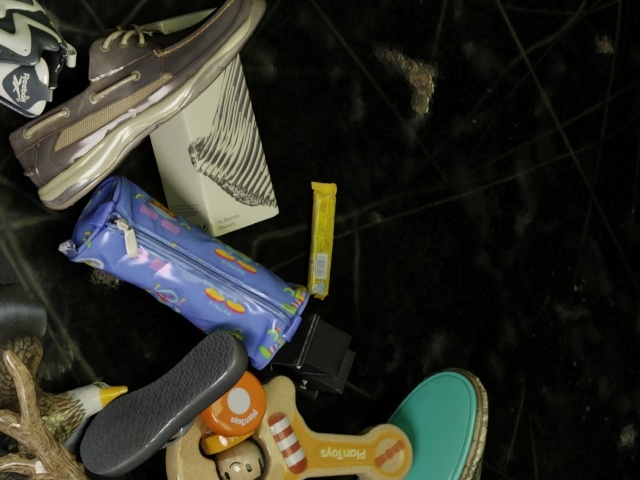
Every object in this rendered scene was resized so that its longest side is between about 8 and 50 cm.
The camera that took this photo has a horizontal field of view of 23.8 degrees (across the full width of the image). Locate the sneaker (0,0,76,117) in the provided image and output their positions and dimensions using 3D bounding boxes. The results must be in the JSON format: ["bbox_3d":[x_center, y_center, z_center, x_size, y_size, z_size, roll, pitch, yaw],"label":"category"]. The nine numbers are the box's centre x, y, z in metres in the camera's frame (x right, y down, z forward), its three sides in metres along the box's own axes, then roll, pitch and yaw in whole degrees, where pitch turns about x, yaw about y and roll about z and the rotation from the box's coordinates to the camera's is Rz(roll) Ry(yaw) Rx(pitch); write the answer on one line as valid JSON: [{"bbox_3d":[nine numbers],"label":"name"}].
[{"bbox_3d":[-0.377,-0.189,1.696,0.235,0.153,0.094,-27,145,-41],"label":"sneaker"}]

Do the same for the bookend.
[{"bbox_3d":[-0.010,0.155,1.977,0.157,0.156,0.072,30,71,-34],"label":"bookend"}]

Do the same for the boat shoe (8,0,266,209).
[{"bbox_3d":[-0.219,-0.188,1.769,0.355,0.132,0.130,-42,99,2],"label":"boat shoe"}]

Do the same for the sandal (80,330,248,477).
[{"bbox_3d":[-0.182,0.208,1.812,0.054,0.254,0.097,39,23,-43],"label":"sandal"}]

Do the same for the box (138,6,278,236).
[{"bbox_3d":[-0.150,-0.147,1.912,0.113,0.094,0.275,-22,103,-34],"label":"box"}]

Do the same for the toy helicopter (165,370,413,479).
[{"bbox_3d":[-0.032,0.291,1.930,0.355,0.140,0.235,5,76,-32],"label":"toy helicopter"}]

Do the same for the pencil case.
[{"bbox_3d":[-0.159,0.039,1.835,0.306,0.133,0.119,32,82,-15],"label":"pencil case"}]

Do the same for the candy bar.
[{"bbox_3d":[0.000,0.000,2.073,0.040,0.018,0.162,7,86,-34],"label":"candy bar"}]

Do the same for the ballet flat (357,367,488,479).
[{"bbox_3d":[0.111,0.413,2.089,0.483,0.164,0.182,-63,145,-14],"label":"ballet flat"}]

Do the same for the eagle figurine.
[{"bbox_3d":[-0.324,0.194,1.688,0.225,0.298,0.226,12,98,-23],"label":"eagle figurine"}]
